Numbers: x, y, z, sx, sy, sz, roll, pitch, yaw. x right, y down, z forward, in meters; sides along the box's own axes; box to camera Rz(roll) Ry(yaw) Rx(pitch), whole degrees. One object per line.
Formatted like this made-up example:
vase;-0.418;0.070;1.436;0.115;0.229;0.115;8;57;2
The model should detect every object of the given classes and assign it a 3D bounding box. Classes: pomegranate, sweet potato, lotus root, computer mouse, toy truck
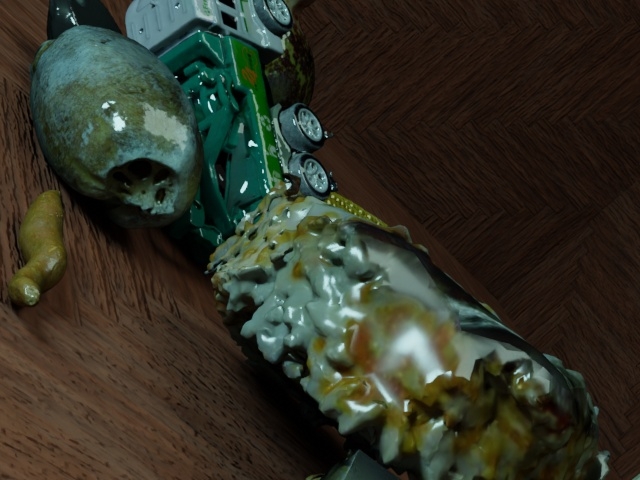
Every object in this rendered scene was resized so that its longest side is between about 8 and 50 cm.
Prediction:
pomegranate;-0.099;-0.297;1.728;0.285;0.340;0.285;45;7;-7
sweet potato;-0.211;0.011;0.930;0.044;0.044;0.179;44;18;-25
lotus root;-0.209;-0.137;1.225;0.158;0.140;0.322;39;11;-42
computer mouse;-0.252;-0.189;1.415;0.217;0.073;0.122;56;24;-13
toy truck;-0.111;-0.140;1.366;0.178;0.176;0.364;24;48;-48

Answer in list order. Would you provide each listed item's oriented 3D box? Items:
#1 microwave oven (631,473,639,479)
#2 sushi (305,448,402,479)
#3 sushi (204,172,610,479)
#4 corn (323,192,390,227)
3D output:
microwave oven;0.346;0.384;1.343;0.194;0.240;0.145;54;10;27
sushi;0.075;0.288;0.930;0.273;0.134;0.109;41;-16;-9
sushi;0.069;0.120;1.097;0.417;0.176;0.417;35;-9;6
corn;0.000;0.000;1.612;0.144;0.144;0.387;55;10;32
